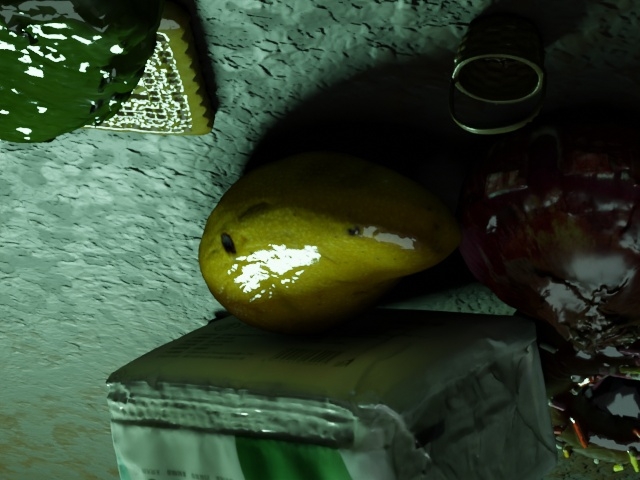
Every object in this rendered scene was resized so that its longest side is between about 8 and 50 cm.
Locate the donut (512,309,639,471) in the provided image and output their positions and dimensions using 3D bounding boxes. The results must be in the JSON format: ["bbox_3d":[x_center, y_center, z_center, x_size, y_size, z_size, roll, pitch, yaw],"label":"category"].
[{"bbox_3d":[0.308,0.136,1.344,0.269,0.103,0.270,11,142,9],"label":"donut"}]

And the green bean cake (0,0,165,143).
[{"bbox_3d":[-0.237,-0.202,0.754,0.319,0.218,0.335,15,168,-14],"label":"green bean cake"}]

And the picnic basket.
[{"bbox_3d":[0.129,-0.113,0.987,0.072,0.083,0.072,7,151,4],"label":"picnic basket"}]

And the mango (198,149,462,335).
[{"bbox_3d":[0.001,-0.005,1.200,0.177,0.120,0.295,32,145,-22],"label":"mango"}]

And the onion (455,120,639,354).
[{"bbox_3d":[0.217,0.012,1.114,0.230,0.163,0.230,15,157,7],"label":"onion"}]

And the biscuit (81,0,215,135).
[{"bbox_3d":[-0.220,-0.142,1.103,0.254,0.029,0.172,6,153,8],"label":"biscuit"}]

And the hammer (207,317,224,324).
[{"bbox_3d":[-0.105,0.166,1.644,0.111,0.033,0.288,6,152,4],"label":"hammer"}]

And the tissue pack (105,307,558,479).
[{"bbox_3d":[0.010,0.178,1.303,0.356,0.194,0.266,0,-166,42],"label":"tissue pack"}]
